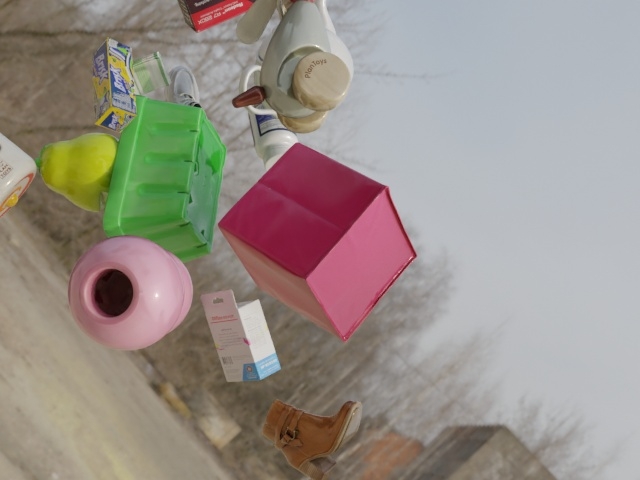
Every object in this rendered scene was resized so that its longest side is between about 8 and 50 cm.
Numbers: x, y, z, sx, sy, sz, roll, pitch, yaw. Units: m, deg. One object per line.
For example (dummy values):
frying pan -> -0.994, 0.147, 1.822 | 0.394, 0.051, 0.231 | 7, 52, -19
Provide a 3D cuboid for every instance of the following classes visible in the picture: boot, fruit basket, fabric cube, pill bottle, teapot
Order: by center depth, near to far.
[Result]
boot -> -0.021, 0.328, 1.661 | 0.152, 0.197, 0.073 | 37, 26, 20
fabric cube -> 0.000, 0.000, 1.893 | 0.258, 0.259, 0.254 | 29, -21, 36
fruit basket -> -0.427, -0.129, 2.071 | 0.392, 0.392, 0.283 | 43, -10, 32
teapot -> -0.061, -0.411, 2.134 | 0.187, 0.253, 0.256 | 56, 17, -39
boot -> -0.325, -0.330, 2.321 | 0.123, 0.095, 0.258 | -22, -109, 56
pill bottle -> -0.116, -0.264, 2.359 | 0.112, 0.112, 0.186 | 64, 11, -58

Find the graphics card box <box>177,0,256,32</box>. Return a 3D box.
graphics card box -> -0.185, -0.575, 1.607 | 0.094, 0.233, 0.370 | 51, -17, 57

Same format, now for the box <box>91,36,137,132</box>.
box -> -0.371, -0.279, 1.663 | 0.054, 0.059, 0.168 | 20, 46, -38

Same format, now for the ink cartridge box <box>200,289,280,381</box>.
ink cartridge box -> -0.155, 0.176, 1.786 | 0.104, 0.062, 0.181 | -12, -82, 45

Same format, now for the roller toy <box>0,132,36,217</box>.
roller toy -> -0.695, -0.123, 1.934 | 0.146, 0.191, 0.209 | 39, 11, -6

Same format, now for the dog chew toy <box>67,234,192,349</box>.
dog chew toy -> -0.333, 0.096, 1.735 | 0.206, 0.206, 0.332 | 48, 5, 7

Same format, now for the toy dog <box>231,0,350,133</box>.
toy dog -> -0.071, -0.308, 1.381 | 0.220, 0.161, 0.333 | 105, -27, -54

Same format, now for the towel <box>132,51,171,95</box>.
towel -> -0.434, -0.376, 2.184 | 0.113, 0.152, 0.023 | 75, -12, -59
